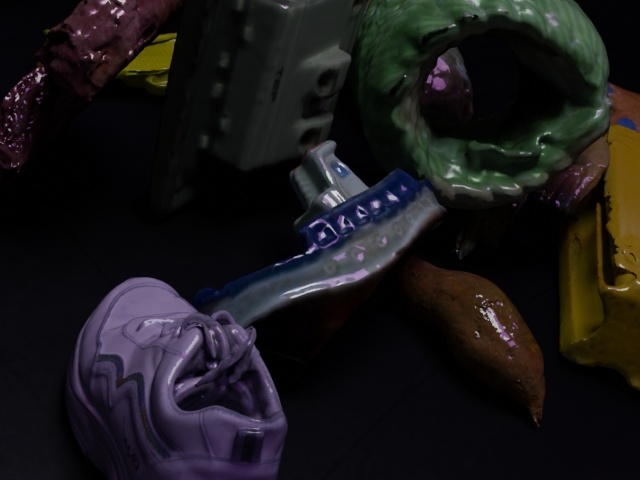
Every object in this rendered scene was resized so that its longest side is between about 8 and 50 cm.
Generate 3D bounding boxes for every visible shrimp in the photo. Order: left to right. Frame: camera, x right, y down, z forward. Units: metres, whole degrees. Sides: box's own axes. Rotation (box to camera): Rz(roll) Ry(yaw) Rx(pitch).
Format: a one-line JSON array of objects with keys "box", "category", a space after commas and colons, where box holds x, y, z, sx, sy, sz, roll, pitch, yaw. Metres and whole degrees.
[{"box": [0.198, -0.050, 1.148, 0.145, 0.059, 0.254, -6, 29, 19], "category": "shrimp"}]

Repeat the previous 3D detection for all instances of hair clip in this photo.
[{"box": [-0.167, -0.159, 1.113, 0.173, 0.046, 0.072, -10, 48, -40], "category": "hair clip"}]

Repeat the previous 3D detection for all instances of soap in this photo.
[{"box": [0.323, 0.026, 1.117, 0.204, 0.096, 0.324, 23, 31, -2], "category": "soap"}]

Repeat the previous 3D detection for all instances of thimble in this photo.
[{"box": [0.137, -0.137, 1.060, 0.219, 0.219, 0.150, 14, 26, -16], "category": "thimble"}]

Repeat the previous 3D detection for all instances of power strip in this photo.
[{"box": [-0.027, -0.152, 0.991, 0.092, 0.257, 0.251, 32, 33, 22], "category": "power strip"}]

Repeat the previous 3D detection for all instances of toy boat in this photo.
[{"box": [0.000, 0.000, 0.913, 0.115, 0.114, 0.262, 41, 42, 5], "category": "toy boat"}]

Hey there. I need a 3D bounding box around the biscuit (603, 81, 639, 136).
[{"box": [0.468, -0.132, 1.508, 0.324, 0.049, 0.205, 13, 32, -21], "category": "biscuit"}]

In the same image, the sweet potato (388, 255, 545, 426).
[{"box": [0.108, 0.050, 0.968, 0.068, 0.068, 0.226, -9, 44, -42], "category": "sweet potato"}]

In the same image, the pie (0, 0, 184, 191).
[{"box": [-0.179, -0.125, 0.905, 0.054, 0.218, 0.204, 43, 41, -10], "category": "pie"}]

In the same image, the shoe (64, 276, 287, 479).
[{"box": [-0.081, 0.084, 0.717, 0.095, 0.137, 0.245, 12, 33, -27], "category": "shoe"}]

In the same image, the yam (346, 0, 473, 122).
[{"box": [0.067, -0.209, 1.283, 0.133, 0.133, 0.330, 6, 39, -27], "category": "yam"}]
